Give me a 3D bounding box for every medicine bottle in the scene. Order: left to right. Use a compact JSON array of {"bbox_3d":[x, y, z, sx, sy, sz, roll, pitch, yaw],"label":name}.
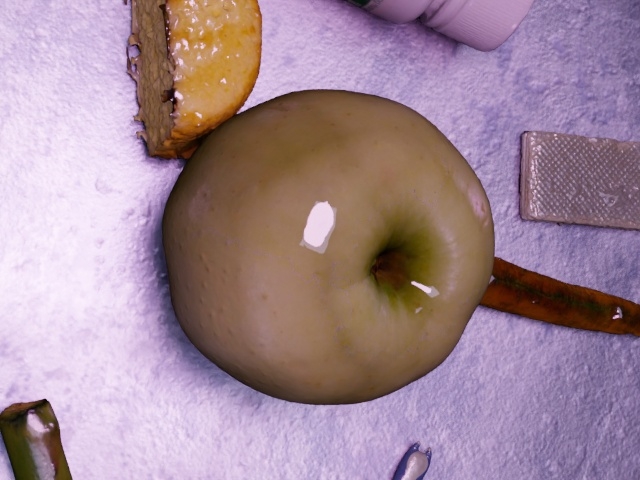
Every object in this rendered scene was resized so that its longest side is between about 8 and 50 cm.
[{"bbox_3d":[0.090,-0.371,1.437,0.340,0.208,0.208,23,78,-15],"label":"medicine bottle"}]

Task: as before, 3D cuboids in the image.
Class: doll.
[{"bbox_3d":[0.100,0.304,1.475,0.037,0.027,0.125,29,77,-6],"label":"doll"}]

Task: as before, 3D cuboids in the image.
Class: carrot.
[{"bbox_3d":[0.310,0.078,1.551,0.314,0.066,0.066,15,81,-19],"label":"carrot"}]

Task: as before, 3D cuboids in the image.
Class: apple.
[{"bbox_3d":[0.000,0.000,1.306,0.357,0.357,0.357,2,85,-18],"label":"apple"}]

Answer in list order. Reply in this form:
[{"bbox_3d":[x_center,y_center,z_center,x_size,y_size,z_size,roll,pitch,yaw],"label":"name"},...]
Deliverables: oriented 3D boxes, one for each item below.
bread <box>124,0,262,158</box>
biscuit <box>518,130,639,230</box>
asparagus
[{"bbox_3d":[-0.138,-0.228,1.382,0.147,0.160,0.260,-1,79,-24],"label":"bread"},{"bbox_3d":[0.356,-0.077,1.587,0.199,0.040,0.121,4,86,-18],"label":"biscuit"},{"bbox_3d":[-0.288,0.310,1.332,0.067,0.060,0.277,-20,92,-29],"label":"asparagus"}]
